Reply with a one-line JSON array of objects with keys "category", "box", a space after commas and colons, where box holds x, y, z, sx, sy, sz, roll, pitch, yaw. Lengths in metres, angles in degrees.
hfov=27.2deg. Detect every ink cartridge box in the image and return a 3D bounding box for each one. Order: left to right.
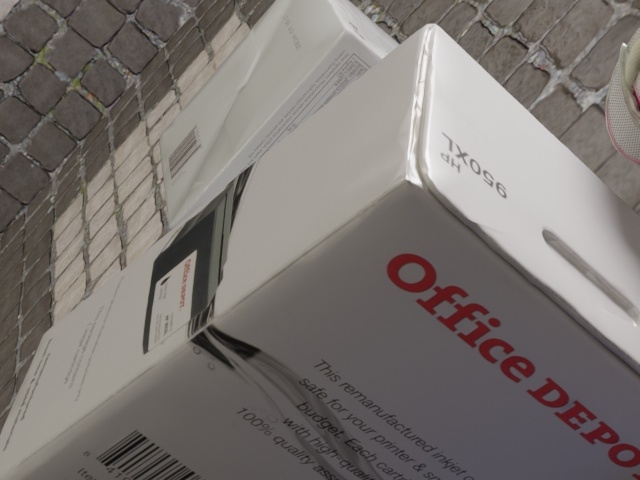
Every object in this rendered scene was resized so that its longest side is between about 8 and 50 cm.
[{"category": "ink cartridge box", "box": [0.023, 0.098, 0.850, 0.395, 0.285, 0.166, -36, 27, 32]}]

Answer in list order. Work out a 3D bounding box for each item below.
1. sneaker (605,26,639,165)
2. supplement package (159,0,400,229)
[{"category": "sneaker", "box": [0.239, -0.109, 0.880, 0.111, 0.103, 0.252, -39, -11, -19]}, {"category": "supplement package", "box": [0.036, -0.043, 1.059, 0.198, 0.263, 0.199, -47, 23, 13]}]
